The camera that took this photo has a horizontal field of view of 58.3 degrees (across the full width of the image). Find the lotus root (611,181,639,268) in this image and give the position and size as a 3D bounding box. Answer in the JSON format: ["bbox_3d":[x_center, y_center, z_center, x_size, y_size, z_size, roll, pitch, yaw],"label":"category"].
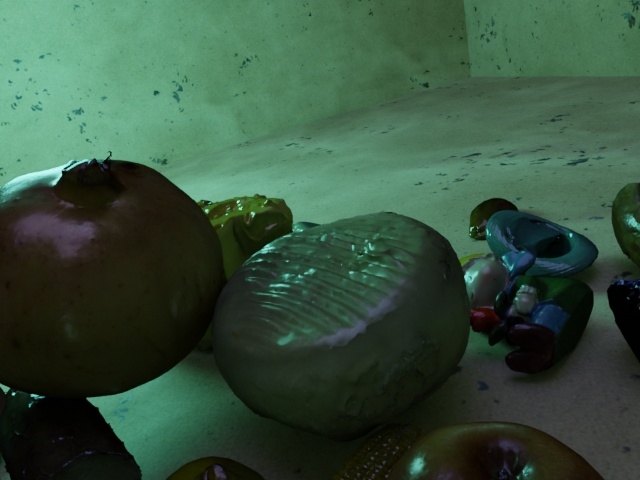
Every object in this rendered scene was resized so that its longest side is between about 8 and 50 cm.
[{"bbox_3d":[0.546,-0.014,0.861,0.199,0.188,0.180,2,39,28],"label":"lotus root"}]

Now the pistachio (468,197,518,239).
[{"bbox_3d":[0.363,-0.056,1.236,0.089,0.049,0.173,5,26,39],"label":"pistachio"}]

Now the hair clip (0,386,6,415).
[{"bbox_3d":[-0.443,0.196,0.634,0.102,0.123,0.138,-39,10,4],"label":"hair clip"}]

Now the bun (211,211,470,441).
[{"bbox_3d":[0.029,0.111,0.738,0.326,0.234,0.362,-2,25,18],"label":"bun"}]

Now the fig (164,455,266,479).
[{"bbox_3d":[-0.107,0.276,0.559,0.153,0.121,0.136,-29,4,34],"label":"fig"}]

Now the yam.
[{"bbox_3d":[-0.327,0.259,0.715,0.131,0.131,0.279,-26,24,-32],"label":"yam"}]

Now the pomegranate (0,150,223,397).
[{"bbox_3d":[-0.291,0.030,0.743,0.338,0.338,0.338,-11,21,4],"label":"pomegranate"}]

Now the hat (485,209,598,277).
[{"bbox_3d":[0.381,0.019,1.006,0.138,0.078,0.191,-32,46,-25],"label":"hat"}]

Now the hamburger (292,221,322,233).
[{"bbox_3d":[0.000,0.000,1.242,0.133,0.062,0.140,8,9,-17],"label":"hamburger"}]

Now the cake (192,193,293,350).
[{"bbox_3d":[-0.175,0.045,1.026,0.286,0.227,0.222,-1,22,27],"label":"cake"}]

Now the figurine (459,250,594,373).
[{"bbox_3d":[0.251,0.095,0.833,0.234,0.127,0.185,19,44,37],"label":"figurine"}]

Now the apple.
[{"bbox_3d":[0.143,0.235,0.454,0.201,0.162,0.201,-12,19,4],"label":"apple"}]

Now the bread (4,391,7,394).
[{"bbox_3d":[-0.549,0.279,0.840,0.225,0.081,0.134,-1,29,22],"label":"bread"}]

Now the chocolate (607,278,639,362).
[{"bbox_3d":[0.533,0.062,0.707,0.343,0.148,0.126,-18,38,-4],"label":"chocolate"}]

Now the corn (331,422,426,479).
[{"bbox_3d":[0.034,0.263,0.560,0.080,0.080,0.238,8,30,43],"label":"corn"}]
